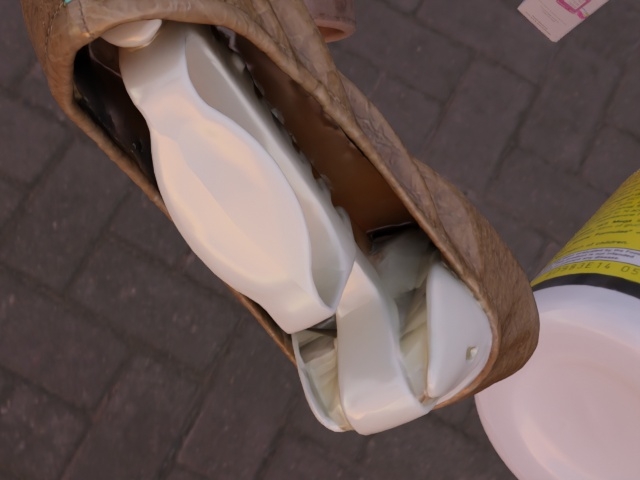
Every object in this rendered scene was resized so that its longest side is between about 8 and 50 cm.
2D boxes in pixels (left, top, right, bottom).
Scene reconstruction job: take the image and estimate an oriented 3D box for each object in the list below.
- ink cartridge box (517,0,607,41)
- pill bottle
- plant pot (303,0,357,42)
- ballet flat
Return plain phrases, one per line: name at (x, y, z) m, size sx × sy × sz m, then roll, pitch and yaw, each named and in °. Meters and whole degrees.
ink cartridge box at (0.245, -0.245, 1.078) m, size 0.052 × 0.122 × 0.088 m, roll 41°, pitch 66°, yaw -6°
pill bottle at (0.270, 0.047, 0.893) m, size 0.188 × 0.188 × 0.334 m, roll 42°, pitch 47°, yaw 9°
plant pot at (-0.099, -0.303, 1.137) m, size 0.263 × 0.263 × 0.229 m, roll -2°, pitch 94°, yaw -12°
ballet flat at (0.000, 0.000, 0.485) m, size 0.116 × 0.342 × 0.124 m, roll -25°, pitch 40°, yaw 15°
